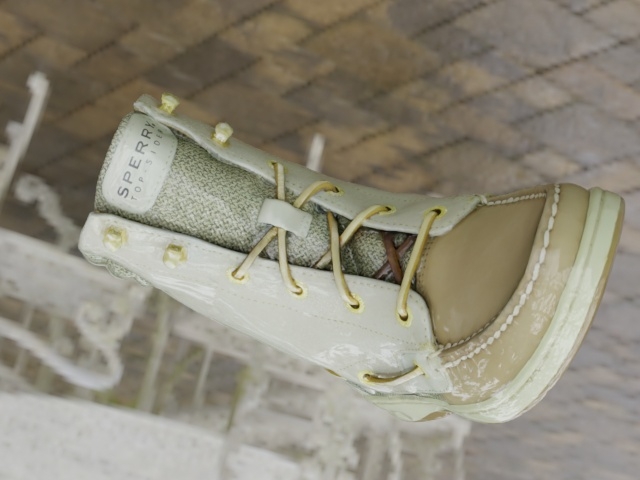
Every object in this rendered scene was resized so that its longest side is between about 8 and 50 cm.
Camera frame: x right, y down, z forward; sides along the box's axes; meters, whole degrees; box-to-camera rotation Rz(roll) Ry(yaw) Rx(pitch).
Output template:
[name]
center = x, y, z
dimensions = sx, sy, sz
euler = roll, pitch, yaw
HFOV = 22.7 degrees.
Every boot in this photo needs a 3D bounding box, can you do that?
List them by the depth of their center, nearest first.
[boot]
center = 0.000, 0.000, 0.575
dimensions = 0.165, 0.077, 0.213
euler = 27, 162, -10
